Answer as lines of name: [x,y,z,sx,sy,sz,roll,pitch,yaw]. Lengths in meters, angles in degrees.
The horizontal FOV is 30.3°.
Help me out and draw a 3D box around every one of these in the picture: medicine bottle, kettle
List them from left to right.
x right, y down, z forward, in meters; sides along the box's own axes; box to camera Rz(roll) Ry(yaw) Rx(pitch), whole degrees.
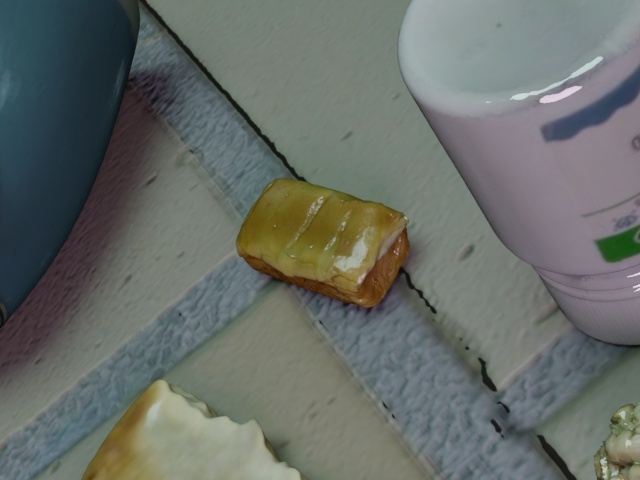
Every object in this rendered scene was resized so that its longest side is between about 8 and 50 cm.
kettle: [-0.315,-0.056,0.978,0.319,0.247,0.342,-33,44,52]
medicine bottle: [0.147,-0.049,0.641,0.139,0.237,0.139,-18,47,21]

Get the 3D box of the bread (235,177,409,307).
bread: [0.000,0.000,0.827,0.132,0.053,0.074,20,68,43]

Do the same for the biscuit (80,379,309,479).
biscuit: [-0.059,0.217,0.700,0.309,0.040,0.204,25,71,43]

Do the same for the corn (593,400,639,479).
corn: [0.241,0.108,0.575,0.211,0.087,0.087,-11,51,18]
